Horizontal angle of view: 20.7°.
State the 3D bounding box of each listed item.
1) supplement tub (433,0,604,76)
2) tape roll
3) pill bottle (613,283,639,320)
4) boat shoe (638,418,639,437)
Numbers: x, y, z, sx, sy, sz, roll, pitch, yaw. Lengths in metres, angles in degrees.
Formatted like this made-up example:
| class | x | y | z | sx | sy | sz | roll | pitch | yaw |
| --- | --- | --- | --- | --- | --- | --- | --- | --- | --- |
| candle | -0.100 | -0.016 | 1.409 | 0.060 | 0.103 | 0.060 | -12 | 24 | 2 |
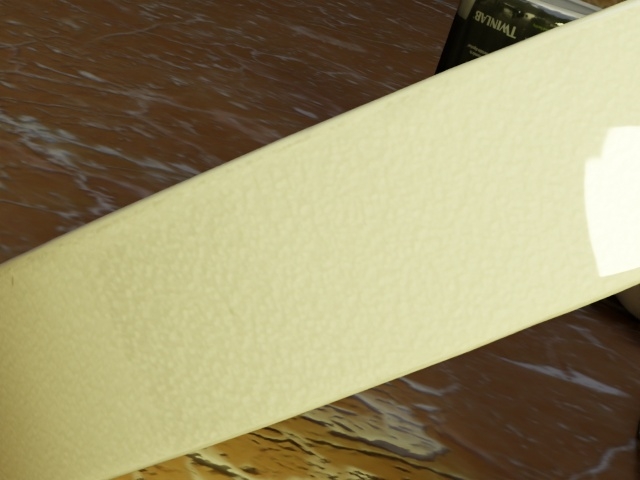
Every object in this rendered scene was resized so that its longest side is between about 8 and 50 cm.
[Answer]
| class | x | y | z | sx | sy | sz | roll | pitch | yaw |
| --- | --- | --- | --- | --- | --- | --- | --- | --- | --- |
| supplement tub | 0.122 | -0.070 | 1.153 | 0.117 | 0.190 | 0.117 | 18 | 16 | -5 |
| tape roll | 0.045 | -0.009 | 0.618 | 0.392 | 0.072 | 0.392 | -22 | 0 | 0 |
| pill bottle | 0.238 | 0.001 | 1.206 | 0.103 | 0.103 | 0.184 | 15 | 15 | -14 |
| boat shoe | 0.219 | 0.096 | 0.923 | 0.081 | 0.079 | 0.227 | 29 | 21 | 3 |
